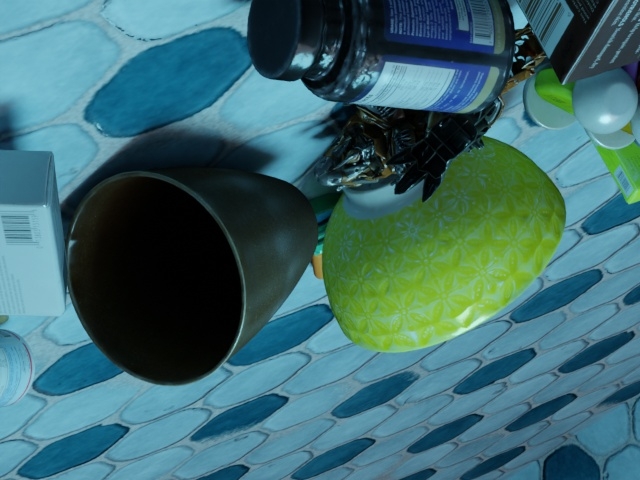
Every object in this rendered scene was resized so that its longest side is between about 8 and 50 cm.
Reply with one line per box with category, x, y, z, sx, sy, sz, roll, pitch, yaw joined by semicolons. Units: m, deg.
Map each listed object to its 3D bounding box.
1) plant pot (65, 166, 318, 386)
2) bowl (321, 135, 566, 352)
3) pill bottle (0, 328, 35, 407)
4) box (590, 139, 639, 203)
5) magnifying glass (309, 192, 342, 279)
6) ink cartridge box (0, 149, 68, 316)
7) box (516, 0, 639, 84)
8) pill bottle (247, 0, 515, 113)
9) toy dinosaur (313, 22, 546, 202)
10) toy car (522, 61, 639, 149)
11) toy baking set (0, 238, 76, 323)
plant pot;-0.106;0.010;1.812;0.215;0.215;0.230;-39;173;34
bowl;0.108;-0.032;1.948;0.289;0.289;0.156;-29;119;9
pill bottle;-0.384;0.142;1.908;0.087;0.087;0.160;-33;167;21
box;0.447;-0.123;2.273;0.178;0.109;0.042;-19;159;-21
magnifying glass;0.000;0.000;2.155;0.092;0.026;0.231;-24;162;-6
ink cartridge box;-0.358;-0.004;1.625;0.238;0.060;0.275;2;157;-4
box;0.283;-0.270;1.565;0.203;0.168;0.167;-20;160;-19
pill bottle;0.053;-0.179;1.557;0.219;0.123;0.123;3;149;-31
toy dinosaur;0.117;-0.151;1.783;0.322;0.164;0.218;-54;167;20
toy car;0.321;-0.174;1.933;0.182;0.136;0.159;16;180;-23
toy baking set;-0.307;0.040;1.858;0.256;0.030;0.197;-19;167;-2
